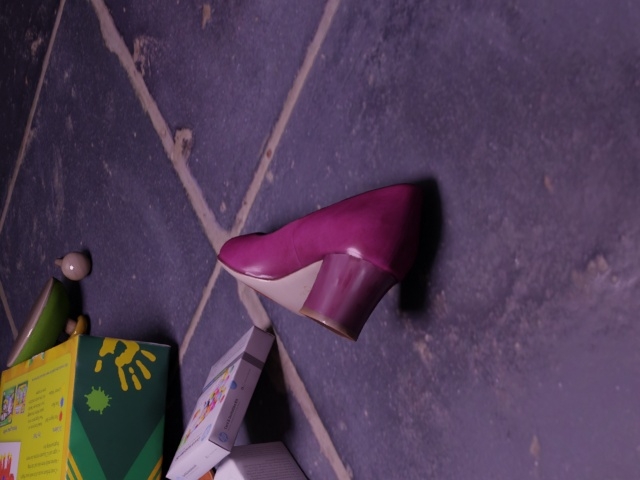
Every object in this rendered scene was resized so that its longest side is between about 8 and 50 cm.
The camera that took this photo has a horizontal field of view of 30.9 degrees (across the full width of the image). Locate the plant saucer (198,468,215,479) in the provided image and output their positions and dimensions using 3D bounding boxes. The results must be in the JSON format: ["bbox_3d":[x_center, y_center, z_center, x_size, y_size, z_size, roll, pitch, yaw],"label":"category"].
[{"bbox_3d":[-0.170,0.371,1.714,0.083,0.013,0.083,5,96,57],"label":"plant saucer"}]

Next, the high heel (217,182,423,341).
[{"bbox_3d":[0.000,0.000,1.395,0.181,0.127,0.377,-60,30,-5],"label":"high heel"}]

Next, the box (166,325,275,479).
[{"bbox_3d":[-0.132,0.221,1.538,0.145,0.038,0.186,-45,19,49],"label":"box"}]

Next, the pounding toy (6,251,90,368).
[{"bbox_3d":[-0.475,0.147,2.130,0.236,0.110,0.183,-66,17,-16],"label":"pounding toy"}]

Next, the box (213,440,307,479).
[{"bbox_3d":[-0.067,0.363,1.481,0.170,0.091,0.130,50,130,45],"label":"box"}]

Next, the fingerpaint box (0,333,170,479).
[{"bbox_3d":[-0.404,0.374,1.886,0.445,0.163,0.370,-26,58,57],"label":"fingerpaint box"}]
